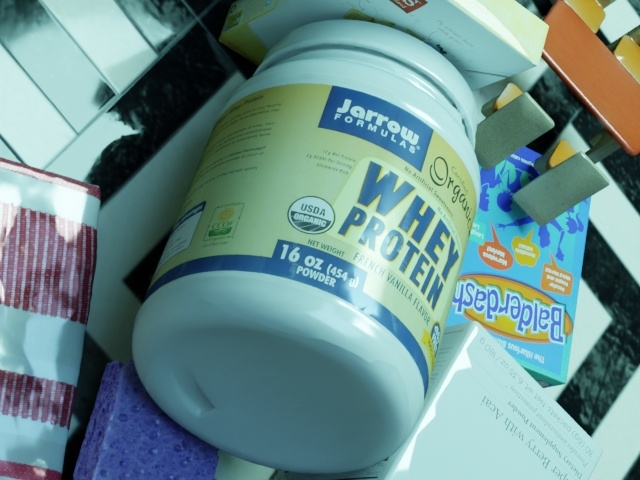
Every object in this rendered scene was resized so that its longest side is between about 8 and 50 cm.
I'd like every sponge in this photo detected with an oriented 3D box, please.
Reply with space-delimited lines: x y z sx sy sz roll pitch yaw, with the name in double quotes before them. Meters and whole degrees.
"sponge" -0.145 0.211 1.421 0.117 0.031 0.210 36 56 -36

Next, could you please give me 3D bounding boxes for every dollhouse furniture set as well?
"dollhouse furniture set" 0.221 -0.190 1.697 0.259 0.135 0.262 46 45 -10

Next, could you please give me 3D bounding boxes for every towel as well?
"towel" -0.284 0.084 1.364 0.237 0.037 0.329 18 69 -33

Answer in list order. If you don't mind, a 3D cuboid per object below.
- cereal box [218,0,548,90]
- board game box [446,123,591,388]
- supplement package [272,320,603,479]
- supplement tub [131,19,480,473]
"cereal box" 0.049 -0.175 1.535 0.173 0.240 0.047 31 63 -26
"board game box" 0.171 0.015 1.700 0.160 0.047 0.210 22 68 -30
"supplement package" 0.066 0.240 1.494 0.177 0.175 0.293 45 58 -21
"supplement tub" 0.000 0.000 1.452 0.228 0.228 0.316 37 49 -24
